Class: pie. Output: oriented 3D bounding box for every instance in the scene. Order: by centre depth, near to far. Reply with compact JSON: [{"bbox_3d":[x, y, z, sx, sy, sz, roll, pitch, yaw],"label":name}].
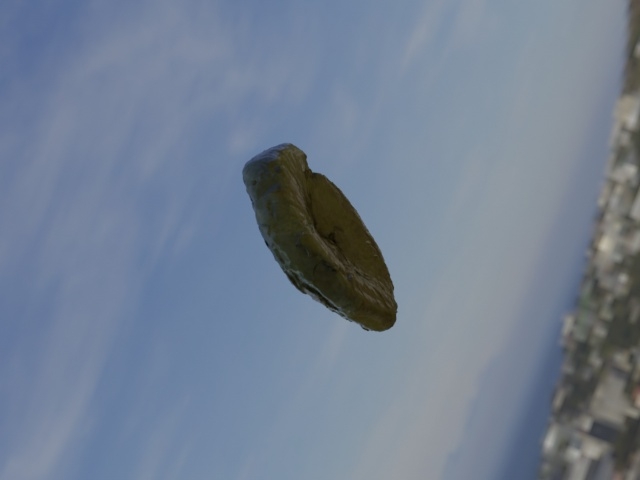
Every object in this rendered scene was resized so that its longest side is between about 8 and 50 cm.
[{"bbox_3d":[0.000,0.000,0.703,0.020,0.084,0.084,-34,3,17],"label":"pie"}]
